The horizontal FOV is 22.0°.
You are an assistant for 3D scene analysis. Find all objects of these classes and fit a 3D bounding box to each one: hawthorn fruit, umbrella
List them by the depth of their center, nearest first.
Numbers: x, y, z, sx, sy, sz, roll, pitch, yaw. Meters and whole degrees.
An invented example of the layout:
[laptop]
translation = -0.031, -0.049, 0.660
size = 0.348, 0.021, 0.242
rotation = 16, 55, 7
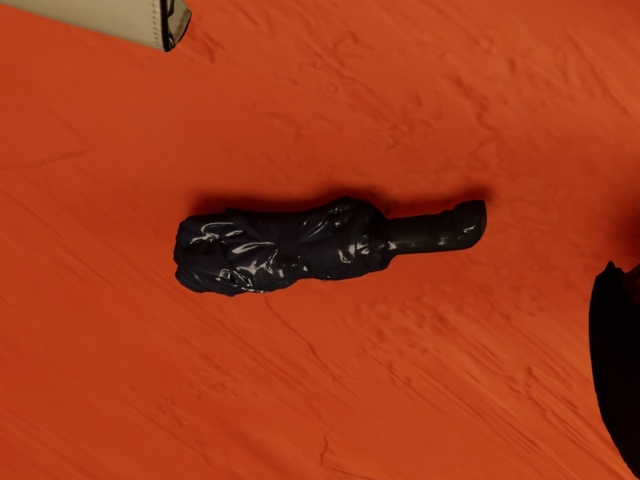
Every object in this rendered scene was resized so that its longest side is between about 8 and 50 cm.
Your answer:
[hawthorn fruit]
translation = 0.291, 0.086, 1.035
size = 0.251, 0.189, 0.189
rotation = 22, 143, -11
[umbrella]
translation = 0.003, 0.006, 1.155
size = 0.248, 0.071, 0.071
rotation = -2, 138, 28

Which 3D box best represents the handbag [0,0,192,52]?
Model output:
[handbag]
translation = -0.226, -0.242, 0.867
size = 0.358, 0.160, 0.237
rotation = 18, 151, 2
